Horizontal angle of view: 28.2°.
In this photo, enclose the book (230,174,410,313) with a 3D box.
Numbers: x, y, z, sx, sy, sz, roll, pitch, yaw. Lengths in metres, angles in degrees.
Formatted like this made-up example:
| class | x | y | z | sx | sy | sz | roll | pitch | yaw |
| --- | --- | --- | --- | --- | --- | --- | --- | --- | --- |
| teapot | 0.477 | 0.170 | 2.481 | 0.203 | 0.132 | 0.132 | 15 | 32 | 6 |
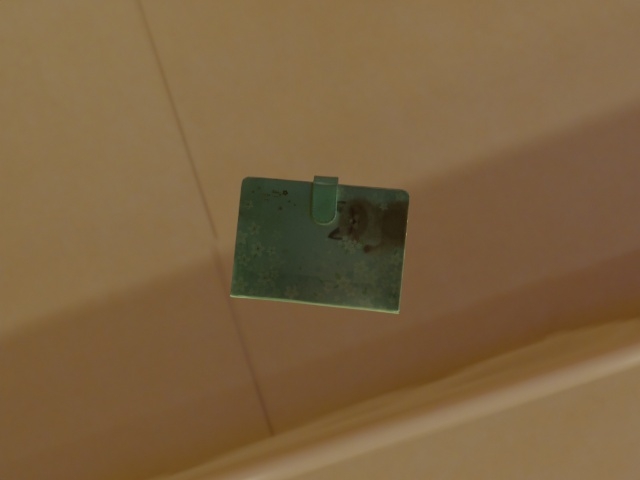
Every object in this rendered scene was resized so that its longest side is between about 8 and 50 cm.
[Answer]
| class | x | y | z | sx | sy | sz | roll | pitch | yaw |
| --- | --- | --- | --- | --- | --- | --- | --- | --- | --- |
| book | 0.000 | 0.000 | 1.005 | 0.135 | 0.103 | 0.017 | 6 | 178 | 5 |
